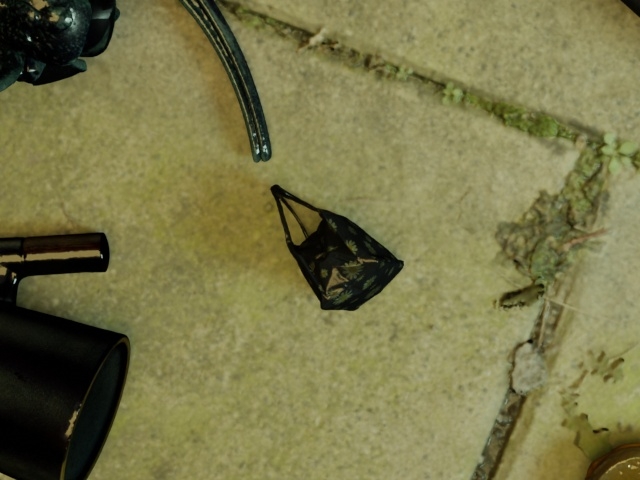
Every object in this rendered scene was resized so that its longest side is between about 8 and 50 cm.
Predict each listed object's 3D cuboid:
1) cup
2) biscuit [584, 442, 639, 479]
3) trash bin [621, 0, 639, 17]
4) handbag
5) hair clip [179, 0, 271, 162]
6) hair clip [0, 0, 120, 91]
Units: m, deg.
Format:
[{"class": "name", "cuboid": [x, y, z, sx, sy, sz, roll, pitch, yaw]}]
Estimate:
[{"class": "cup", "cuboid": [-0.281, 0.114, 1.579, 0.177, 0.239, 0.166, 18, 143, 7]}, {"class": "biscuit", "cuboid": [0.332, 0.265, 1.576, 0.170, 0.050, 0.170, 0, 107, 1]}, {"class": "trash bin", "cuboid": [0.341, -0.263, 1.422, 0.290, 0.182, 0.209, 43, 99, -8]}, {"class": "handbag", "cuboid": [0.000, 0.000, 1.540, 0.139, 0.115, 0.072, 46, 101, 14]}, {"class": "hair clip", "cuboid": [-0.112, -0.198, 1.538, 0.083, 0.048, 0.275, -33, 96, 5]}, {"class": "hair clip", "cuboid": [-0.305, -0.228, 1.464, 0.310, 0.194, 0.206, -6, 105, 22]}]
